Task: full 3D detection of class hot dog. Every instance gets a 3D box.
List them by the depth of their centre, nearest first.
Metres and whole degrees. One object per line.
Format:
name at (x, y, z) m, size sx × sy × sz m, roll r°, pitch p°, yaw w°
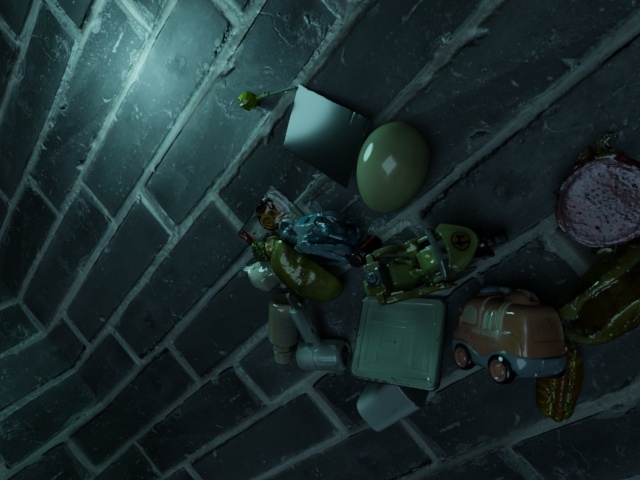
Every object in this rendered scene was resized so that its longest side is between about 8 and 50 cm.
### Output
hot dog at (0.661, 0.386, 1.192) m, size 0.115 × 0.072 × 0.269 m, roll -3°, pitch 106°, yaw 19°

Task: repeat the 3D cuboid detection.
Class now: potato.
potato at (-0.061, 0.119, 1.373) m, size 0.271 × 0.111 × 0.160 m, roll 35°, pitch 163°, yaw -8°

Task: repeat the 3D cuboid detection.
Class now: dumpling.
dumpling at (-0.182, 0.131, 1.490) m, size 0.188 × 0.108 × 0.127 m, roll -1°, pitch 141°, yaw 33°

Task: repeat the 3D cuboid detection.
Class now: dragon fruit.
dragon fruit at (0.657, -0.108, 0.982) m, size 0.211 × 0.147 × 0.282 m, roll 3°, pitch 107°, yaw 35°

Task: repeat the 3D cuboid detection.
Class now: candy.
candy at (-0.163, -0.442, 1.314) m, size 0.193 × 0.062 × 0.058 m, roll -9°, pitch 106°, yaw 18°

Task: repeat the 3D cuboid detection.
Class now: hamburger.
hamburger at (0.681, 0.134, 1.010) m, size 0.132 × 0.211 × 0.309 m, roll 43°, pitch 123°, yaw 12°

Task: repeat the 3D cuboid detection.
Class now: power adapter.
power adapter at (0.218, 0.500, 1.382) m, size 0.124 × 0.187 × 0.255 m, roll 46°, pitch 121°, yaw 5°

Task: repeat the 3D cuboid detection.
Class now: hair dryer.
hair dryer at (-0.034, 0.299, 1.431) m, size 0.173 × 0.108 × 0.357 m, roll -9°, pitch 124°, yaw 27°

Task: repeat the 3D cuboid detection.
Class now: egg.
egg at (0.189, -0.189, 1.145) m, size 0.188 × 0.188 × 0.254 m, roll 27°, pitch 121°, yaw 15°

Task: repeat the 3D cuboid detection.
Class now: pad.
pad at (0.005, -0.304, 1.238) m, size 0.299 × 0.005 × 0.202 m, roll 38°, pitch 123°, yaw 35°

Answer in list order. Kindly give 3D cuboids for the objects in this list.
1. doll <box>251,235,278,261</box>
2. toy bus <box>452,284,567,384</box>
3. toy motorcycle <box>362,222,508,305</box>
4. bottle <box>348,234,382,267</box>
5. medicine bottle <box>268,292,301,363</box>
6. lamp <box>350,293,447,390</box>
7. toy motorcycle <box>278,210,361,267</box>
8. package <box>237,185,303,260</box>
doll at (-0.178, 0.027, 1.462) m, size 0.113 × 0.076 × 0.078 m, roll -16°, pitch 102°, yaw -10°
toy bus at (0.482, 0.236, 1.118) m, size 0.287 × 0.194 × 0.232 m, roll -176°, pitch 85°, yaw -70°
toy motorcycle at (0.291, 0.065, 1.166) m, size 0.410 × 0.237 × 0.169 m, roll -31°, pitch 66°, yaw 32°
bottle at (0.132, 0.033, 1.267) m, size 0.060 × 0.164 × 0.060 m, roll 9°, pitch 111°, yaw 24°
medicine bottle at (-0.129, 0.320, 1.531) m, size 0.114 × 0.114 × 0.252 m, roll 13°, pitch 113°, yaw 22°
lamp at (0.234, 0.295, 1.288) m, size 0.266 × 0.047 × 0.269 m, roll 0°, pitch 64°, yaw 28°
toy motorcycle at (0.000, 0.000, 1.342) m, size 0.260 × 0.154 × 0.206 m, roll -8°, pitch 127°, yaw 41°
package at (-0.170, -0.052, 1.465) m, size 0.154 × 0.030 × 0.239 m, roll 43°, pitch 120°, yaw 4°
